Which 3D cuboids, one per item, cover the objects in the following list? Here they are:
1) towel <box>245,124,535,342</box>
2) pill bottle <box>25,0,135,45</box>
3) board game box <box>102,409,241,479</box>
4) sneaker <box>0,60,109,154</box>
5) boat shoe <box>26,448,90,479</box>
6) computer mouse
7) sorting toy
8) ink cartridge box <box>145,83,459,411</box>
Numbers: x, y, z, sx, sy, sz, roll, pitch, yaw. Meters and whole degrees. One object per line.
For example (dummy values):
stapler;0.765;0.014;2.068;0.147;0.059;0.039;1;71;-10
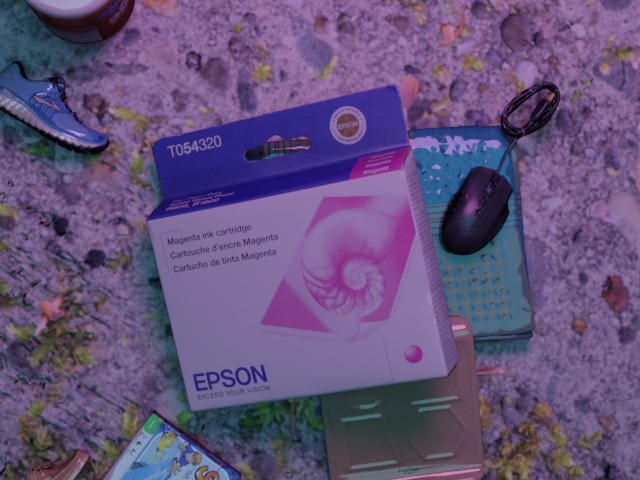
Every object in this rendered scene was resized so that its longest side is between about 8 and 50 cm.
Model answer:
towel;0.071;0.000;1.373;0.370;0.040;0.272;-4;88;-2
pill bottle;-0.276;-0.292;1.266;0.121;0.216;0.121;0;89;-4
board game box;-0.209;0.328;1.344;0.136;0.035;0.201;36;86;-2
sneaker;-0.323;-0.163;1.337;0.162;0.063;0.073;32;83;-3
boat shoe;-0.337;0.296;1.328;0.135;0.050;0.045;-43;97;-4
computer mouse;0.222;-0.090;1.341;0.071;0.041;0.242;29;87;0
sorting toy;0.097;0.203;1.354;0.192;0.038;0.208;-7;98;-2
ink cartridge box;-0.034;0.016;1.270;0.324;0.071;0.330;-11;97;20
